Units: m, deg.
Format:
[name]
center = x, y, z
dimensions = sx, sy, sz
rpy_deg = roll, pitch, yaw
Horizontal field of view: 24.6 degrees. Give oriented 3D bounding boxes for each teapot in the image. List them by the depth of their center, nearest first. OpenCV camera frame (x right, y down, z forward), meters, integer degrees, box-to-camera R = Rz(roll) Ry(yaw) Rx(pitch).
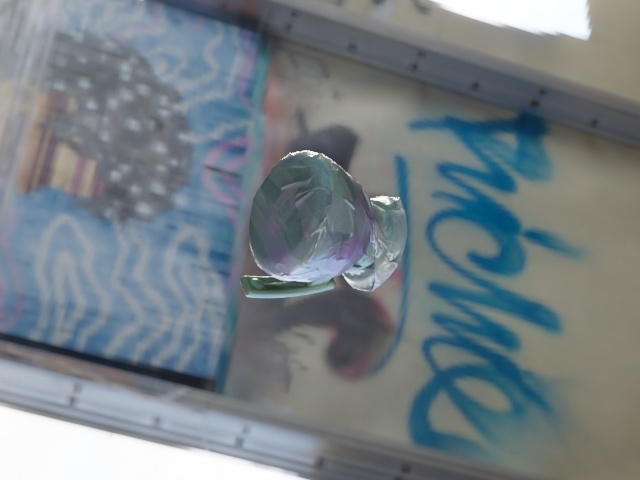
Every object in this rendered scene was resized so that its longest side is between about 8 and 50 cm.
[teapot]
center = 0.000, 0.000, 0.724
dimensions = 0.083, 0.064, 0.064
rpy_deg = -51, -139, 26
